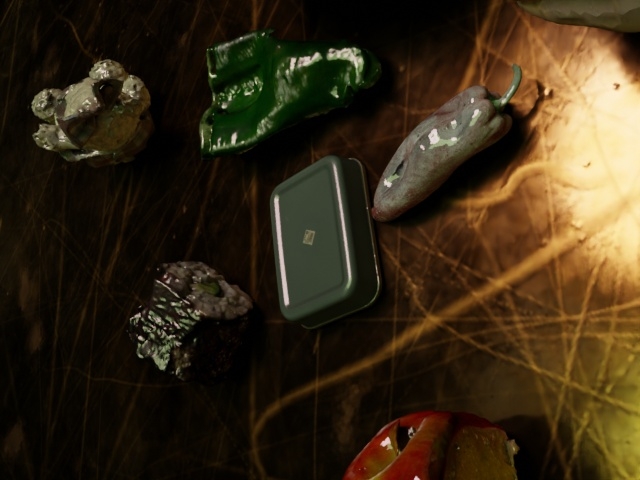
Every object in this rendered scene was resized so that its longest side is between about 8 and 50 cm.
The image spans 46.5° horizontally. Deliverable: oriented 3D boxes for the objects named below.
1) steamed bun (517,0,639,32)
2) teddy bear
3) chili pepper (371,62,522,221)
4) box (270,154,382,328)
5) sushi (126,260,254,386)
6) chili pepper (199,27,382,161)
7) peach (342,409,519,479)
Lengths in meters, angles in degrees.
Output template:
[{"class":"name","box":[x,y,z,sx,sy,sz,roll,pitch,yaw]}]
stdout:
[{"class":"steamed bun","box":[0.123,-0.234,0.283,0.394,0.237,0.346,42,156,23]},{"class":"teddy bear","box":[-0.239,-0.124,0.808,0.133,0.111,0.213,-33,26,-9]},{"class":"chili pepper","box":[0.079,-0.062,0.513,0.153,0.041,0.050,-38,12,33]},{"class":"box","box":[0.000,0.000,0.585,0.091,0.031,0.126,-26,60,39]},{"class":"sushi","box":[-0.108,0.070,0.648,0.094,0.098,0.084,31,107,27]},{"class":"chili pepper","box":[-0.038,-0.124,0.641,0.216,0.062,0.108,-1,85,46]},{"class":"peach","box":[0.070,0.183,0.420,0.092,0.127,0.172,-23,88,32]}]
